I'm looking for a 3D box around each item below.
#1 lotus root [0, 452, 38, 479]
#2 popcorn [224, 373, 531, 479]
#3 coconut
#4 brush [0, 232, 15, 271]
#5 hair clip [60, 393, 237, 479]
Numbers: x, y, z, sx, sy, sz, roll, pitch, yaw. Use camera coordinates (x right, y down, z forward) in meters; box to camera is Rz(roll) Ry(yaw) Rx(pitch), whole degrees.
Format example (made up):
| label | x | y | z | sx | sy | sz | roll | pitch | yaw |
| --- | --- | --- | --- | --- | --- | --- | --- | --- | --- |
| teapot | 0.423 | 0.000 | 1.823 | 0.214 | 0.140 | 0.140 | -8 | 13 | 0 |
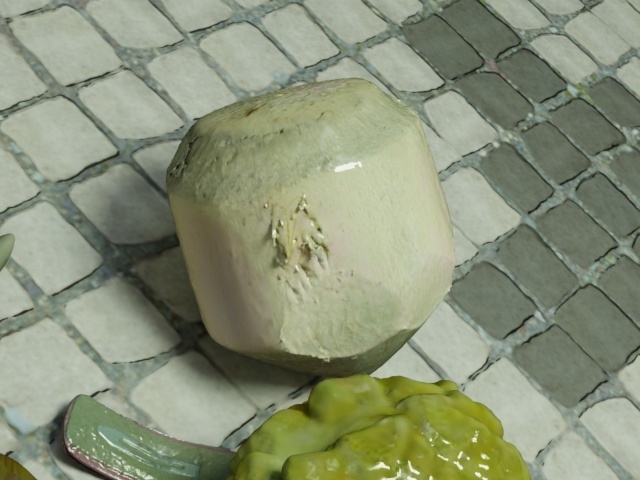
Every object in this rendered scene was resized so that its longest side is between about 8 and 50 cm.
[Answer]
| label | x | y | z | sx | sy | sz | roll | pitch | yaw |
| --- | --- | --- | --- | --- | --- | --- | --- | --- | --- |
| lotus root | -0.227 | 0.233 | 0.563 | 0.375 | 0.111 | 0.390 | 55 | 26 | -16 |
| popcorn | 0.042 | 0.202 | 0.830 | 0.235 | 0.181 | 0.217 | 14 | 48 | -15 |
| coconut | 0.000 | 0.000 | 0.971 | 0.224 | 0.224 | 0.234 | -25 | 103 | -44 |
| brush | -0.278 | 0.078 | 0.846 | 0.042 | 0.039 | 0.299 | 31 | 41 | -3 |
| hair clip | -0.116 | 0.149 | 0.894 | 0.137 | 0.022 | 0.054 | 22 | 43 | -14 |
